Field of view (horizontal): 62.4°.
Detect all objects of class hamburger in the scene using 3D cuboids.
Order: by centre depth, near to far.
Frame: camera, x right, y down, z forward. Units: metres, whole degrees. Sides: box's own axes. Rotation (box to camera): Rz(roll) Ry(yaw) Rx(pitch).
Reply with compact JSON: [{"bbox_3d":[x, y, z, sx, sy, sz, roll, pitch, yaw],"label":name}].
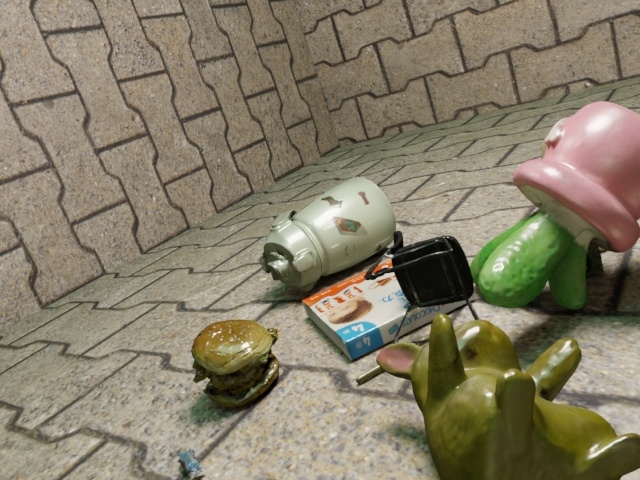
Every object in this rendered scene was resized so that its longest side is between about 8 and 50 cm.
[{"bbox_3d":[-0.144,0.207,0.962,0.159,0.131,0.185,3,23,44],"label":"hamburger"}]

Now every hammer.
[{"bbox_3d":[0.147,0.193,0.881,0.195,0.028,0.060,-28,24,-17],"label":"hammer"}]

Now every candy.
[{"bbox_3d":[-0.195,0.334,0.798,0.030,0.020,0.083,-26,15,-22],"label":"candy"}]

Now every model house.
[{"bbox_3d":[0.460,0.034,0.956,0.083,0.066,0.079,-14,15,23],"label":"model house"}]

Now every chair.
[{"bbox_3d":[0.182,0.058,0.901,0.145,0.140,0.221,-18,14,22],"label":"chair"}]

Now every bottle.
[{"bbox_3d":[0.000,0.000,1.359,0.351,0.229,0.229,-31,20,-26],"label":"bottle"}]

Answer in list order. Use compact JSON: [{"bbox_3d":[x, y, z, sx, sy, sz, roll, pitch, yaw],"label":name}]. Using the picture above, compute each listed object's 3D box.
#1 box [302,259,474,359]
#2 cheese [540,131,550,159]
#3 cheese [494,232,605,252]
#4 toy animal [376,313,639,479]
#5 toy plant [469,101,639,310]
[{"bbox_3d":[0.126,0.121,1.080,0.273,0.048,0.265,-23,17,-15],"label":"box"},{"bbox_3d":[0.688,-0.211,1.305,0.251,0.174,0.248,-30,28,-30],"label":"cheese"},{"bbox_3d":[0.484,-0.008,1.099,0.255,0.050,0.127,-5,23,45],"label":"cheese"},{"bbox_3d":[0.184,0.164,0.626,0.181,0.180,0.363,19,17,-13],"label":"toy animal"},{"bbox_3d":[0.396,-0.037,0.875,0.356,0.210,0.317,-58,-8,10],"label":"toy plant"}]
